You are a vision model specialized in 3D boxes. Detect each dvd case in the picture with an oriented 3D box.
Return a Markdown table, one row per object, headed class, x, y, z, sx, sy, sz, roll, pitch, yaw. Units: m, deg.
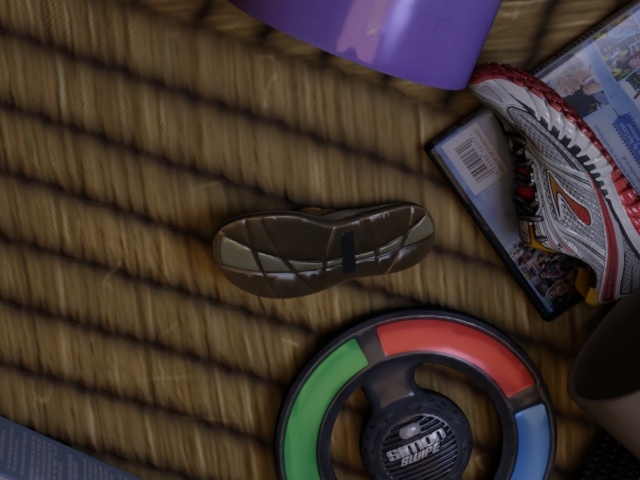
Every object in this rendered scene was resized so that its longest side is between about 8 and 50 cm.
| class | x | y | z | sx | sy | sz | roll | pitch | yaw |
| --- | --- | --- | --- | --- | --- | --- | --- | --- | --- |
| dvd case | 0.232 | -0.074 | 1.388 | 0.253 | 0.022 | 0.180 | -35 | 110 | 4 |

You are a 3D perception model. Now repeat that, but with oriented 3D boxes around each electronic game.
| class | x | y | z | sx | sy | sz | roll | pitch | yaw |
| --- | --- | --- | --- | --- | --- | --- | --- | --- | --- |
| electronic game | 0.077 | 0.163 | 1.425 | 0.229 | 0.048 | 0.229 | -1 | 105 | -5 |

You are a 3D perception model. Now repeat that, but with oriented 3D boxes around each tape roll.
| class | x | y | z | sx | sy | sz | roll | pitch | yaw |
| --- | --- | --- | --- | --- | --- | --- | --- | --- | --- |
| tape roll | 0.030 | -0.177 | 1.238 | 0.189 | 0.189 | 0.080 | 18 | 105 | -13 |

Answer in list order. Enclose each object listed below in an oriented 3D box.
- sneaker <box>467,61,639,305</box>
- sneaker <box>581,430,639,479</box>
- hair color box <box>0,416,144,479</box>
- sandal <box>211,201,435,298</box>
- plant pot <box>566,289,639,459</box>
| class | x | y | z | sx | sy | sz | roll | pitch | yaw |
| --- | --- | --- | --- | --- | --- | --- | --- | --- | --- |
| sneaker | 0.179 | -0.039 | 1.334 | 0.093 | 0.088 | 0.225 | -37 | 109 | 7 |
| sneaker | 0.248 | 0.214 | 1.461 | 0.161 | 0.057 | 0.075 | -59 | 143 | -17 |
| hair color box | -0.240 | 0.254 | 1.383 | 0.374 | 0.113 | 0.185 | 27 | 103 | -14 |
| sandal | 0.000 | 0.000 | 1.371 | 0.180 | 0.049 | 0.072 | -9 | 115 | -20 |
| plant pot | 0.370 | 0.134 | 1.326 | 0.256 | 0.256 | 0.274 | -40 | 98 | 6 |
